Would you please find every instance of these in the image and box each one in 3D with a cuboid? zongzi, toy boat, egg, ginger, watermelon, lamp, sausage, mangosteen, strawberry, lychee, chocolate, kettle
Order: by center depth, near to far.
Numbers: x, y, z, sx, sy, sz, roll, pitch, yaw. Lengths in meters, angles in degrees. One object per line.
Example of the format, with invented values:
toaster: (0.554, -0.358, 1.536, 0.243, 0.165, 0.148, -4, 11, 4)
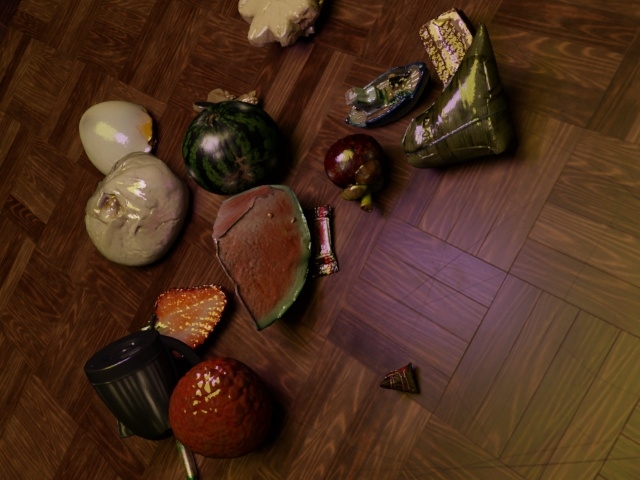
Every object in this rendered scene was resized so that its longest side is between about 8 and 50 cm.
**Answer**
zongzi: (0.157, 0.303, 1.520, 0.083, 0.074, 0.067, -15, 84, 34)
zongzi: (0.274, -0.303, 1.540, 0.251, 0.125, 0.274, -10, 100, 33)
mangosteen: (0.099, -0.167, 1.688, 0.146, 0.156, 0.181, -40, 82, -10)
lychee: (-0.238, 0.406, 1.691, 0.255, 0.255, 0.299, 26, 125, 40)
toy boat: (0.151, -0.353, 1.711, 0.262, 0.115, 0.114, -24, 62, 29)
watermelon: (-0.119, 0.015, 1.750, 0.222, 0.319, 0.292, -29, 101, 8)
chocolate: (0.000, 0.000, 1.769, 0.086, 0.028, 0.182, -17, 67, 26)
kettle: (-0.439, 0.383, 1.833, 0.207, 0.251, 0.271, -5, 111, 49)
sausage: (-0.369, 0.520, 1.875, 0.033, 0.033, 0.269, -39, 56, 21)
watermelon: (-0.231, -0.247, 1.880, 0.269, 0.269, 0.268, -13, 68, 34)
strawberry: (-0.358, 0.213, 1.929, 0.286, 0.106, 0.188, -29, 81, 12)
lamp: (-0.337, -0.286, 2.030, 0.121, 0.121, 0.214, 28, 122, 40)
ginger: (-0.266, -0.372, 2.069, 0.213, 0.074, 0.137, 11, 92, 34)
egg: (-0.676, -0.332, 2.303, 0.264, 0.174, 0.286, -52, 55, 17)

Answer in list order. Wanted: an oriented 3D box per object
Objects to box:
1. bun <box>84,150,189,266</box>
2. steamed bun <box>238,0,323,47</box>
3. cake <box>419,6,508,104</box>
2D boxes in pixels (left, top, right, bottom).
bun: (-0.562, -0.106, 2.114, 0.361, 0.213, 0.360, -11, 71, 33)
steamed bun: (-0.092, -0.659, 1.990, 0.296, 0.137, 0.292, 28, 92, 34)
cake: (0.318, -0.402, 1.611, 0.116, 0.113, 0.295, -30, 71, 28)
